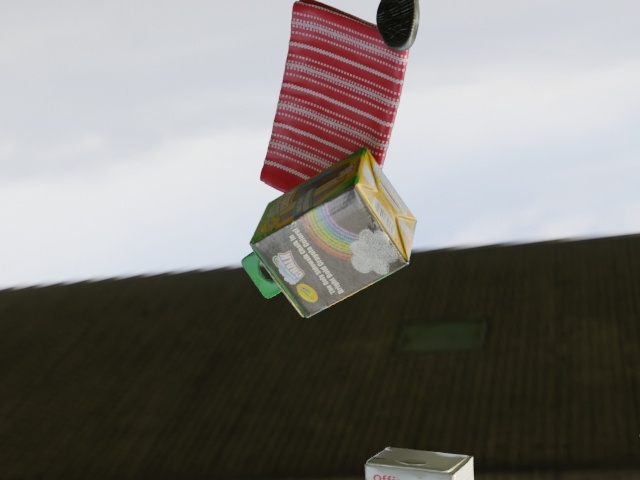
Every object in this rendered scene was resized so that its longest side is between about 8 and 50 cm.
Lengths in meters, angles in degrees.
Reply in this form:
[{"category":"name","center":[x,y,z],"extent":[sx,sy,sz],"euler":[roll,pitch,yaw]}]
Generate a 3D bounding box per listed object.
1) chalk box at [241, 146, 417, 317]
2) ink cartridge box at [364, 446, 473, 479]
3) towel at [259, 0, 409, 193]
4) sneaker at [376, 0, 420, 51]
[{"category":"chalk box","center":[0.000,0.000,1.635],"extent":[0.213,0.132,0.132],"euler":[-28,-161,21]},{"category":"ink cartridge box","center":[0.091,0.252,1.118],"extent":[0.088,0.122,0.052],"euler":[1,-168,29]},{"category":"towel","center":[0.014,-0.172,1.701],"extent":[0.199,0.275,0.031],"euler":[28,-152,31]},{"category":"sneaker","center":[0.096,-0.282,1.416],"extent":[0.051,0.170,0.089],"euler":[-18,160,26]}]
